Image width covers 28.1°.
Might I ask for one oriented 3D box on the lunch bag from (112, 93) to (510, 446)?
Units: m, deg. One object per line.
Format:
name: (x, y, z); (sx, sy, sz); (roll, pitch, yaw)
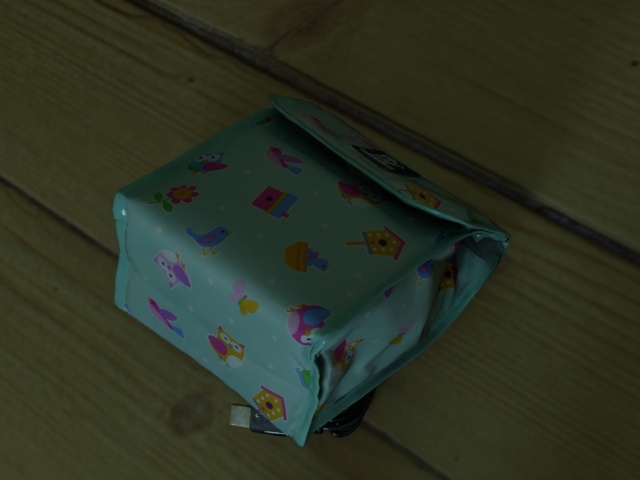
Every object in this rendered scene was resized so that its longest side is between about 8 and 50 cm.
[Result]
lunch bag: (0.000, 0.000, 1.030); (0.223, 0.160, 0.262); (35, 50, 26)

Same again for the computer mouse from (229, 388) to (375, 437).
computer mouse: (-0.059, 0.082, 1.104); (0.262, 0.060, 0.184); (14, 58, 11)
